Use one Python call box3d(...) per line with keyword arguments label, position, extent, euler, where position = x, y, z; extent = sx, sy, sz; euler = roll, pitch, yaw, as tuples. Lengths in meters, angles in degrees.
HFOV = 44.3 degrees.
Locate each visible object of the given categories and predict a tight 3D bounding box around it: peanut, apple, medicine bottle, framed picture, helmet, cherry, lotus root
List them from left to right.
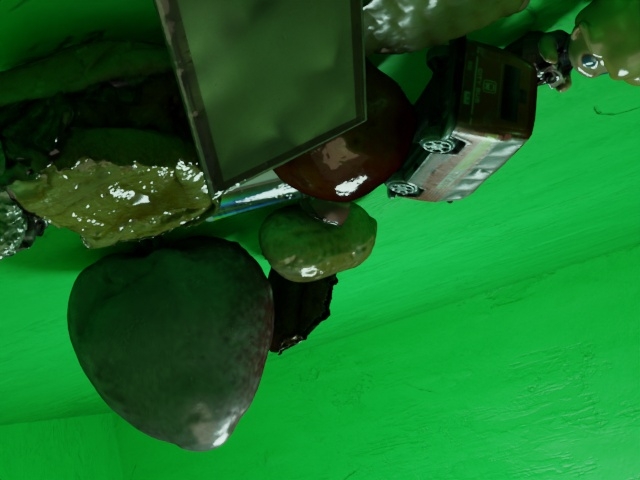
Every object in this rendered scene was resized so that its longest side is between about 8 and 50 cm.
box3d(label="cherry", position=(-0.239, 0.147, 1.249), extent=(0.326, 0.335, 0.291), euler=(15, 173, -18))
box3d(label="framed picture", position=(-0.036, -0.146, 0.629), extent=(0.173, 0.010, 0.231), euler=(-28, 145, -18))
box3d(label="medicine bottle", position=(-0.047, -0.091, 0.968), extent=(0.228, 0.083, 0.121), euler=(-15, 163, -2))
box3d(label="lotus root", position=(-0.053, 0.089, 1.427), extent=(0.167, 0.078, 0.329), euler=(-35, -163, 15))
box3d(label="peanut", position=(0.000, 0.000, 1.285), extent=(0.224, 0.129, 0.129), euler=(-6, 164, -31))
box3d(label="helmet", position=(0.013, -0.061, 1.202), extent=(0.084, 0.065, 0.049), euler=(17, 127, -33))
box3d(label="apple", position=(0.013, -0.116, 0.820), extent=(0.156, 0.147, 0.158), euler=(1, 176, 34))

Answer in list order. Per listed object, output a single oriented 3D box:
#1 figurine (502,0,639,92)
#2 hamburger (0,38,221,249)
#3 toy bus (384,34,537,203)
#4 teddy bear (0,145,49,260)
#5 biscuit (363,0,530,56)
box3d(label="figurine", position=(0.279, -0.204, 0.843), extent=(0.196, 0.108, 0.114), euler=(-16, 138, 32))
box3d(label="hamburger", position=(-0.172, -0.089, 0.741), extent=(0.211, 0.133, 0.309), euler=(-15, 166, -3))
box3d(label="toy bus", position=(0.154, -0.123, 0.911), extent=(0.119, 0.121, 0.265), euler=(10, 163, -6))
box3d(label="teddy bear", position=(-0.350, -0.023, 0.862), extent=(0.133, 0.111, 0.213), euler=(-8, 163, -12))
box3d(label="biscuit", position=(0.138, -0.235, 0.698), extent=(0.273, 0.036, 0.187), euler=(-26, 162, 35))
